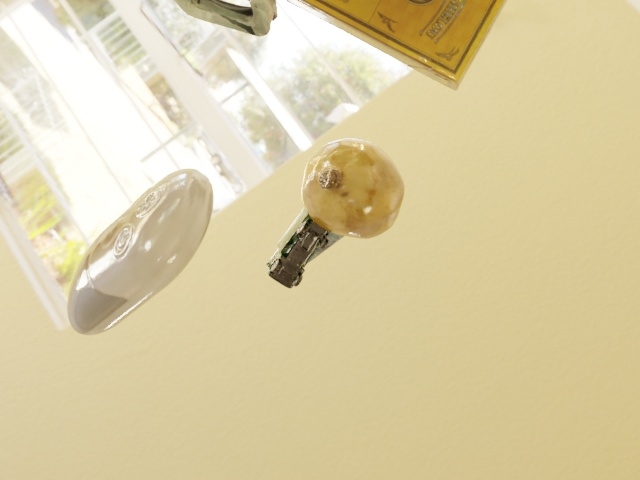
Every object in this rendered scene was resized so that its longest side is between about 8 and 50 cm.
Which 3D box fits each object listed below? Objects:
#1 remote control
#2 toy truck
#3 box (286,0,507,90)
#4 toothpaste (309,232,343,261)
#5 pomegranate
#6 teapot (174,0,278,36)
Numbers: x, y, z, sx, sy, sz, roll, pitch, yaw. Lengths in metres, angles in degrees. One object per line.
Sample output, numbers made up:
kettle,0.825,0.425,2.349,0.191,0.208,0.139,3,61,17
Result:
remote control,-0.272,0.018,1.083,0.103,0.332,0.221,36,38,-24
toy truck,-0.041,0.013,1.375,0.065,0.147,0.079,34,6,-18
box,0.116,-0.377,1.066,0.301,0.193,0.084,29,8,6
toothpaste,0.001,0.001,1.599,0.069,0.268,0.047,28,43,-31
pomegranate,0.051,-0.091,1.277,0.196,0.196,0.196,54,-1,1
teapot,-0.145,-0.423,1.050,0.178,0.163,0.221,11,-14,14
